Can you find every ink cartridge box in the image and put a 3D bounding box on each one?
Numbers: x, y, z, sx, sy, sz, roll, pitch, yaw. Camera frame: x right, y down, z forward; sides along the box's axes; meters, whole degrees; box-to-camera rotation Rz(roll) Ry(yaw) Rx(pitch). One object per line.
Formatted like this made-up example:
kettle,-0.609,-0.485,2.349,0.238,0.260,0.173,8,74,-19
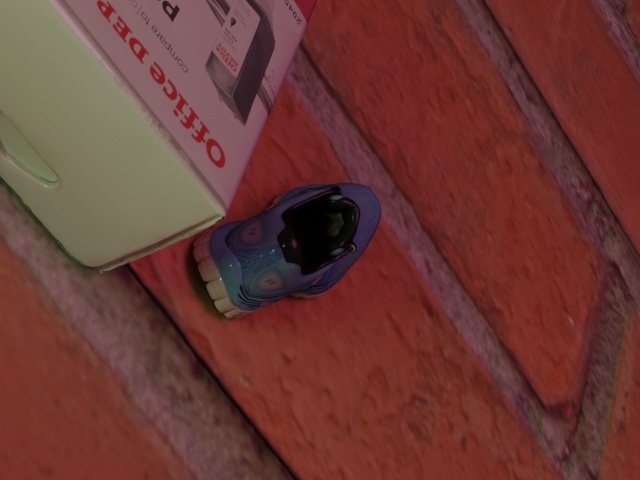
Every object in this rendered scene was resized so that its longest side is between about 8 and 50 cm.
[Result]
ink cartridge box,-0.095,-0.116,0.784,0.158,0.092,0.218,52,36,-26

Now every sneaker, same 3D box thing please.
sneaker,0.000,0.000,0.880,0.162,0.073,0.063,-30,98,-59
